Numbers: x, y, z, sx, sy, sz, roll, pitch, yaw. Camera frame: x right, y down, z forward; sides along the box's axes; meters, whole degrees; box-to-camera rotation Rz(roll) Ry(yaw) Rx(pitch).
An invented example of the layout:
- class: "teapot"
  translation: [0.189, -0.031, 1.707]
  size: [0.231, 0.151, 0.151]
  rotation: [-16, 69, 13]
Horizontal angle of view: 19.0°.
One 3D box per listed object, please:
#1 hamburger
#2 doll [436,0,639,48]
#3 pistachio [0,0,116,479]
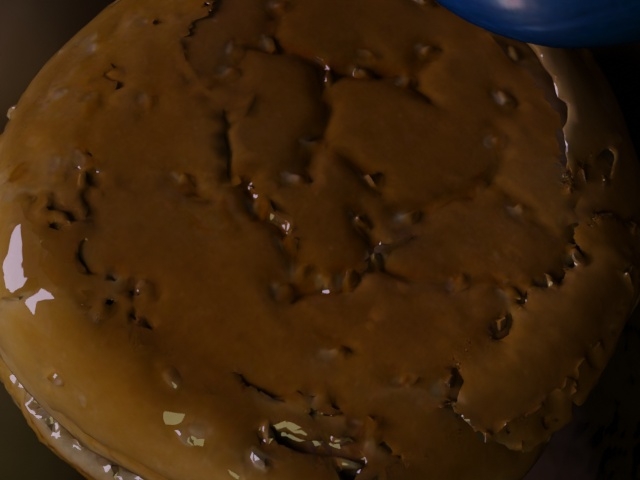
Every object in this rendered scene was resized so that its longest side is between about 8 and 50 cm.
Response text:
- class: "hamburger"
  translation: [-0.001, -0.001, 0.604]
  size: [0.108, 0.213, 0.214]
  rotation: [107, 159, -67]
- class: "doll"
  translation: [0.068, -0.179, 0.518]
  size: [0.161, 0.215, 0.257]
  rotation: [46, -158, -61]
- class: "pistachio"
  translation: [-0.146, 0.008, 0.793]
  size: [0.365, 0.281, 0.445]
  rotation: [-80, -22, -56]
